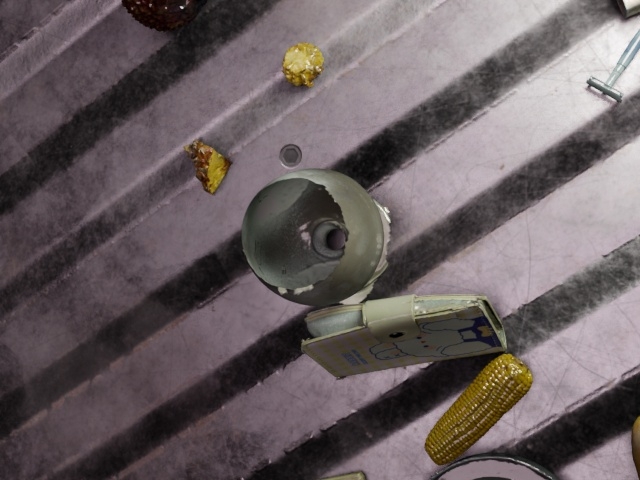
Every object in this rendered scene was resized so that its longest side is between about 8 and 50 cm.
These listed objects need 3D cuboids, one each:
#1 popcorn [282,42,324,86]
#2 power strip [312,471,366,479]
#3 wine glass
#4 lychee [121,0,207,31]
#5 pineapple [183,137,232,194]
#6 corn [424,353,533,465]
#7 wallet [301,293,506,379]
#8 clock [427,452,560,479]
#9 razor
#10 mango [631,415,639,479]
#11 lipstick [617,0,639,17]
[{"bbox_3d":[-0.031,-0.326,1.553,0.083,0.057,0.082,21,87,20],"label":"popcorn"},{"bbox_3d":[0.020,0.469,1.522,0.169,0.028,0.076,-15,83,15],"label":"power strip"},{"bbox_3d":[0.000,0.000,1.395,0.238,0.323,0.238,-1,86,19],"label":"wine glass"},{"bbox_3d":[-0.302,-0.492,1.582,0.188,0.188,0.188,-1,88,16],"label":"lychee"},{"bbox_3d":[-0.220,-0.159,1.607,0.077,0.114,0.114,-31,58,-23],"label":"pineapple"},{"bbox_3d":[0.266,0.289,1.432,0.080,0.080,0.231,45,102,13],"label":"corn"},{"bbox_3d":[0.142,0.159,1.406,0.309,0.223,0.077,-12,58,16],"label":"wallet"},{"bbox_3d":[0.300,0.519,1.418,0.319,0.066,0.319,0,88,16],"label":"clock"},{"bbox_3d":[0.513,-0.305,1.406,0.068,0.040,0.135,34,91,14],"label":"razor"},{"bbox_3d":[0.607,0.421,1.261,0.221,0.199,0.384,-37,77,14],"label":"mango"},{"bbox_3d":[0.609,-0.445,1.356,0.253,0.077,0.079,-23,82,14],"label":"lipstick"}]
